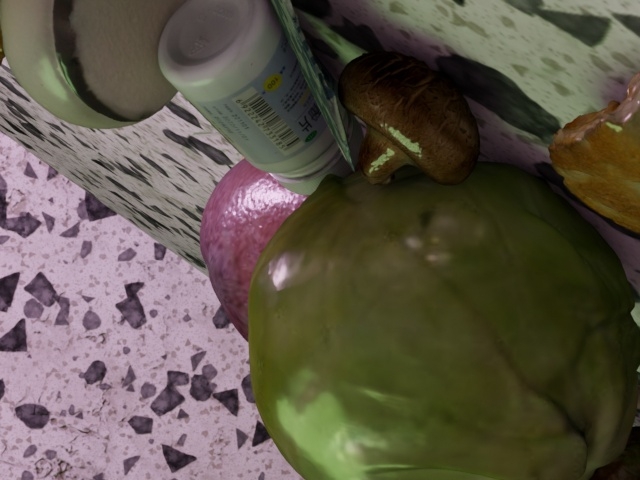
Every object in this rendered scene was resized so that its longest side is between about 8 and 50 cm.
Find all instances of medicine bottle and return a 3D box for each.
[{"bbox_3d":[-0.043,-0.121,0.979,0.103,0.102,0.186,25,167,41],"label":"medicine bottle"}]

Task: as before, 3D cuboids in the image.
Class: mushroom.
[{"bbox_3d":[0.064,-0.088,0.855,0.126,0.085,0.109,44,159,35],"label":"mushroom"}]

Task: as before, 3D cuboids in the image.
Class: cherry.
[{"bbox_3d":[0.002,0.003,1.169,0.239,0.239,0.206,26,-161,38],"label":"cherry"}]

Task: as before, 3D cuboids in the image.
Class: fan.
[{"bbox_3d":[-0.020,-0.150,0.837,0.240,0.009,0.131,64,177,-39],"label":"fan"}]

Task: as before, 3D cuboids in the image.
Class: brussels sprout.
[{"bbox_3d":[0.097,0.074,0.963,0.328,0.328,0.247,36,-166,-15],"label":"brussels sprout"}]

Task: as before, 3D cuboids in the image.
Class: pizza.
[{"bbox_3d":[0.208,-0.038,0.726,0.182,0.062,0.161,32,165,-22],"label":"pizza"}]

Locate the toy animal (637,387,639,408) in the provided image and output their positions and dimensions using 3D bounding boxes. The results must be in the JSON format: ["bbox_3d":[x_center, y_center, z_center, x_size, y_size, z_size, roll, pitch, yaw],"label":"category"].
[{"bbox_3d":[0.222,0.207,1.422,0.237,0.269,0.326,34,-158,2],"label":"toy animal"}]

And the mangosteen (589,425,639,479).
[{"bbox_3d":[0.430,0.412,1.431,0.382,0.382,0.435,89,159,-78],"label":"mangosteen"}]

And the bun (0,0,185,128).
[{"bbox_3d":[-0.187,-0.175,0.956,0.120,0.172,0.173,8,156,35],"label":"bun"}]

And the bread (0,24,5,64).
[{"bbox_3d":[-0.373,-0.277,0.919,0.179,0.194,0.340,47,162,42],"label":"bread"}]

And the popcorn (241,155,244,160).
[{"bbox_3d":[-0.047,-0.058,1.333,0.089,0.109,0.097,6,-140,-22],"label":"popcorn"}]
